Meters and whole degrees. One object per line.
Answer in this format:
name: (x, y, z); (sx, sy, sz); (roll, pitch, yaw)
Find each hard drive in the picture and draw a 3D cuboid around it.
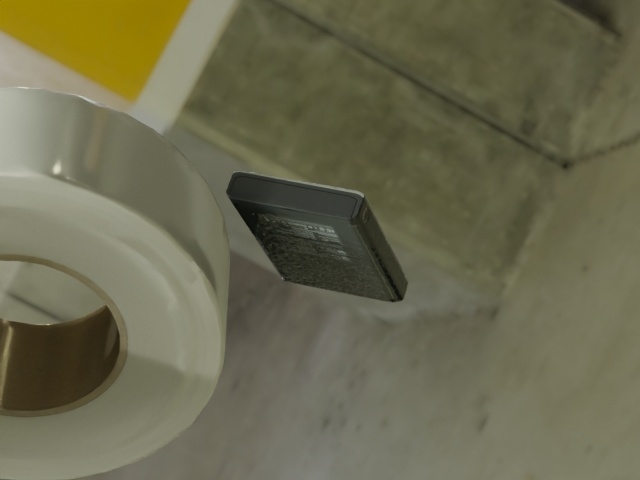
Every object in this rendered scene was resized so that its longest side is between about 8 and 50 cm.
hard drive: (0.000, 0.000, 1.131); (0.135, 0.094, 0.022); (60, -136, -59)

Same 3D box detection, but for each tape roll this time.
tape roll: (-0.206, 0.037, 1.158); (0.286, 0.286, 0.100); (-54, 23, 33)
